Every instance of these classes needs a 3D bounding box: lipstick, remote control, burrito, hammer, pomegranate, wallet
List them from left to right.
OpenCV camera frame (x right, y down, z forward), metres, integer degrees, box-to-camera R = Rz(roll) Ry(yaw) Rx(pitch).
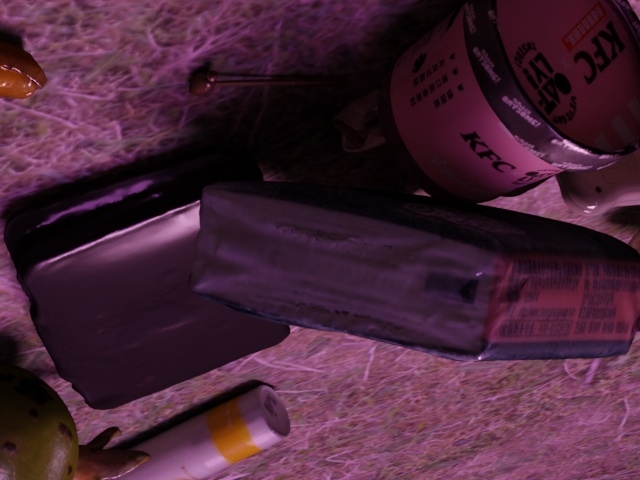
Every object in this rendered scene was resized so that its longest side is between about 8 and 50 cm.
[{"bbox_3d":[-0.247,0.167,1.621,0.220,0.156,0.156,-6,155,-47],"label":"pomegranate"},{"bbox_3d":[-0.126,0.043,1.550,0.197,0.051,0.377,-20,158,-5],"label":"wallet"},{"bbox_3d":[-0.153,0.216,1.904,0.264,0.059,0.059,-26,156,19],"label":"lipstick"},{"bbox_3d":[-0.033,-0.106,1.334,0.123,0.014,0.029,-4,162,-36],"label":"hammer"},{"bbox_3d":[0.095,-0.077,1.433,0.087,0.060,0.226,-34,153,31],"label":"burrito"},{"bbox_3d":[0.237,-0.055,1.572,0.122,0.074,0.032,-4,151,-28],"label":"remote control"}]

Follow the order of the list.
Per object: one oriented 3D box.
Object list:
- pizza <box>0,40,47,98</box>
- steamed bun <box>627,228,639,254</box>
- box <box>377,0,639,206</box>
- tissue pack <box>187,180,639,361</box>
[{"bbox_3d":[-0.278,-0.072,1.194,0.185,0.036,0.176,2,150,-40],"label":"pizza"},{"bbox_3d":[0.381,0.020,1.792,0.231,0.110,0.212,-22,130,9],"label":"steamed bun"},{"bbox_3d":[0.123,-0.100,1.306,0.151,0.151,0.135,3,159,-41],"label":"box"},{"bbox_3d":[0.080,0.022,1.415,0.228,0.103,0.316,13,-176,26],"label":"tissue pack"}]
